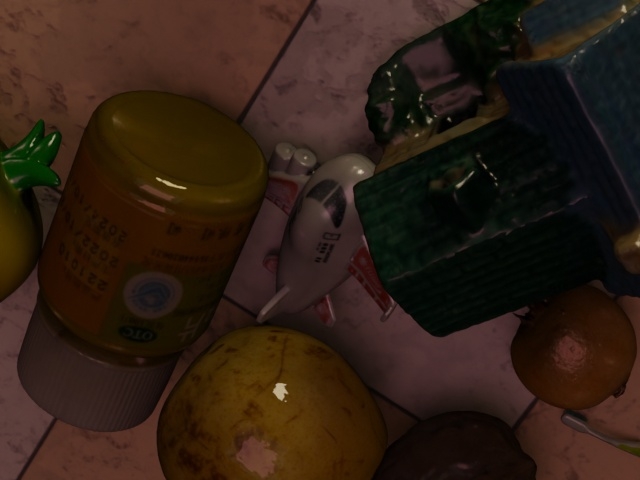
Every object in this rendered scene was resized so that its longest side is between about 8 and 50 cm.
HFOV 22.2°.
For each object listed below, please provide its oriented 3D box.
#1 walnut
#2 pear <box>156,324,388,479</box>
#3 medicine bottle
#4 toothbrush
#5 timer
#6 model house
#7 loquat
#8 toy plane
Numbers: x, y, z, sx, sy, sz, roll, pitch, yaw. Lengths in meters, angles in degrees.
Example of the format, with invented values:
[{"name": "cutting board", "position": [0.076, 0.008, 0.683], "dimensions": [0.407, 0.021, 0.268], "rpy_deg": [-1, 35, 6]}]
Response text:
[{"name": "walnut", "position": [0.172, 0.318, 2.011], "dimensions": [0.224, 0.224, 0.224], "rpy_deg": [4, 112, 10]}, {"name": "pear", "position": [-0.061, 0.238, 1.983], "dimensions": [0.281, 0.280, 0.280], "rpy_deg": [4, 112, 10]}, {"name": "medicine bottle", "position": [-0.224, 0.032, 1.953], "dimensions": [0.224, 0.224, 0.384], "rpy_deg": [26, 121, 0]}, {"name": "toothbrush", "position": [0.420, 0.273, 2.031], "dimensions": [0.263, 0.026, 0.022], "rpy_deg": [26, 120, 1]}, {"name": "timer", "position": [-0.421, -0.052, 1.951], "dimensions": [0.285, 0.285, 0.285], "rpy_deg": [4, 112, 10]}, {"name": "model house", "position": [0.237, -0.088, 1.753], "dimensions": [0.382, 0.342, 0.334], "rpy_deg": [-25, 106, 20]}, {"name": "loquat", "position": [0.299, 0.125, 1.936], "dimensions": [0.163, 0.137, 0.163], "rpy_deg": [13, 125, 18]}, {"name": "toy plane", "position": [0.003, -0.002, 1.939], "dimensions": [0.252, 0.118, 0.252], "rpy_deg": [17, 118, 34]}]
